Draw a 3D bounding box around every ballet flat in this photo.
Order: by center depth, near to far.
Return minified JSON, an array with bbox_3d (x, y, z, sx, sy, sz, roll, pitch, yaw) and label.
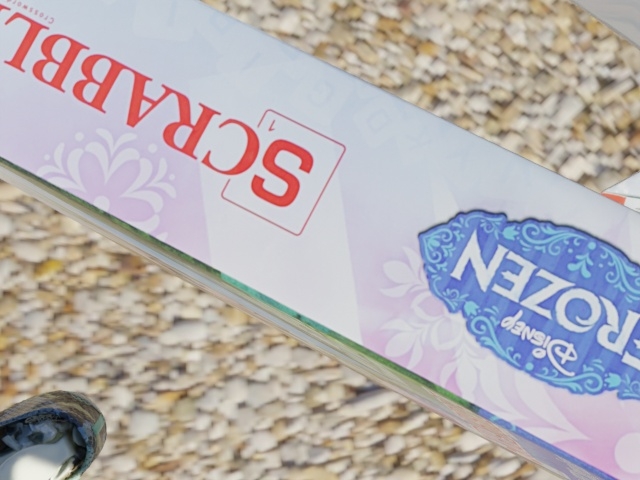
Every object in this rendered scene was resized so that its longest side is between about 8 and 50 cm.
[{"bbox_3d":[-0.210,0.142,1.052,0.188,0.070,0.070,-29,80,-7],"label":"ballet flat"}]

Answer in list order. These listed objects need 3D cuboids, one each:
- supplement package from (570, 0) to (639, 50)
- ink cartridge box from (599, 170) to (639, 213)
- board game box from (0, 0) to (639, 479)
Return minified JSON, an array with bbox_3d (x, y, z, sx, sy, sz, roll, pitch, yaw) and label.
[{"bbox_3d":[0.274,-0.144,0.800,0.262,0.198,0.199,42,127,31],"label":"supplement package"},{"bbox_3d":[0.285,-0.007,1.634,0.232,0.189,0.066,-31,70,-10],"label":"ink cartridge box"},{"bbox_3d":[0.000,0.000,0.616,0.318,0.318,0.066,27,86,16],"label":"board game box"}]
